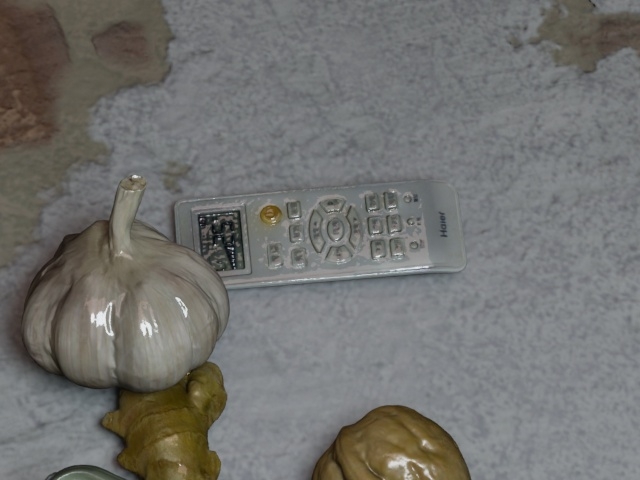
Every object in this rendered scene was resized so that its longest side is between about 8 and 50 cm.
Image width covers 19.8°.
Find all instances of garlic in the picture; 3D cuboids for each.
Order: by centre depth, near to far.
[{"bbox_3d":[-0.203,0.032,1.856,0.219,0.212,0.218,-1,28,0],"label":"garlic"}]

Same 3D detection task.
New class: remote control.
[{"bbox_3d":[0.000,0.000,2.004,0.313,0.055,0.109,-4,68,-2],"label":"remote control"}]

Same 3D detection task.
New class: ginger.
[{"bbox_3d":[-0.155,0.205,1.854,0.115,0.081,0.205,23,47,-26],"label":"ginger"}]

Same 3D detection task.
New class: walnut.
[{"bbox_3d":[0.075,0.248,1.820,0.167,0.149,0.166,-3,83,20],"label":"walnut"}]

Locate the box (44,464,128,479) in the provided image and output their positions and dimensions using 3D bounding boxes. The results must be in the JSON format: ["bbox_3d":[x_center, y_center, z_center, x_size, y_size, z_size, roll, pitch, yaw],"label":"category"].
[{"bbox_3d":[-0.242,0.361,1.701,0.138,0.178,0.274,25,61,9],"label":"box"}]
